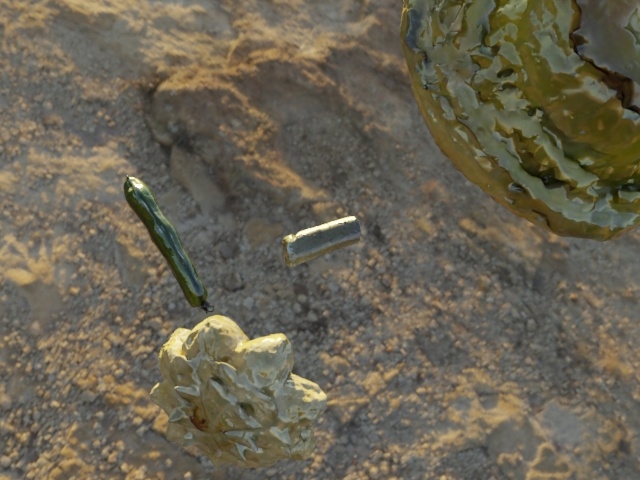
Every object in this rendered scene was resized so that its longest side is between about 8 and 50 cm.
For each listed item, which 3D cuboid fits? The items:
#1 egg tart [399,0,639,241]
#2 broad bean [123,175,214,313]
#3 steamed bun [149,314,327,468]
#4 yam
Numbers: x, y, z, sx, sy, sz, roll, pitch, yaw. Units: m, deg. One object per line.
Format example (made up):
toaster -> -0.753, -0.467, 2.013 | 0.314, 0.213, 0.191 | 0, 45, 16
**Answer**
egg tart -> 0.196, -0.142, 0.523 | 0.294, 0.123, 0.294 | 3, 84, -23
broad bean -> -0.213, 0.006, 1.128 | 0.039, 0.069, 0.226 | -30, 94, -10
steamed bun -> -0.137, 0.260, 1.263 | 0.295, 0.292, 0.137 | 46, 35, -3
yam -> 0.000, 0.000, 1.329 | 0.132, 0.054, 0.054 | -19, 64, -14
